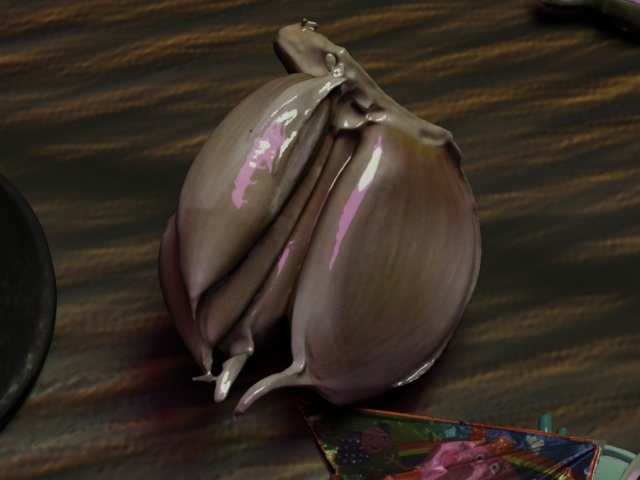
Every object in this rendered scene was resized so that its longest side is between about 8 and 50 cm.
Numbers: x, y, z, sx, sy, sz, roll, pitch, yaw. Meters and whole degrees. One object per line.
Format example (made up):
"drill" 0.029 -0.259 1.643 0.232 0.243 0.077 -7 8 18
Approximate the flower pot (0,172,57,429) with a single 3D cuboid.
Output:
"flower pot" -0.365 -0.021 1.266 0.379 0.251 0.379 5 50 -6

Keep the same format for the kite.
"kite" 0.096 0.193 1.249 0.234 0.016 0.321 -32 50 2

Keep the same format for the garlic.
"garlic" 0.000 0.000 1.319 0.210 0.237 0.292 19 85 18

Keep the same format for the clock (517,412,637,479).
"clock" 0.191 0.213 1.275 0.159 0.066 0.211 -24 58 -25

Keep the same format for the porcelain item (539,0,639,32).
"porcelain item" 0.300 -0.222 1.630 0.215 0.069 0.081 -1 56 -11

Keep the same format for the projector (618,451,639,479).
"projector" 0.347 0.244 1.083 0.249 0.248 0.248 44 31 -30
